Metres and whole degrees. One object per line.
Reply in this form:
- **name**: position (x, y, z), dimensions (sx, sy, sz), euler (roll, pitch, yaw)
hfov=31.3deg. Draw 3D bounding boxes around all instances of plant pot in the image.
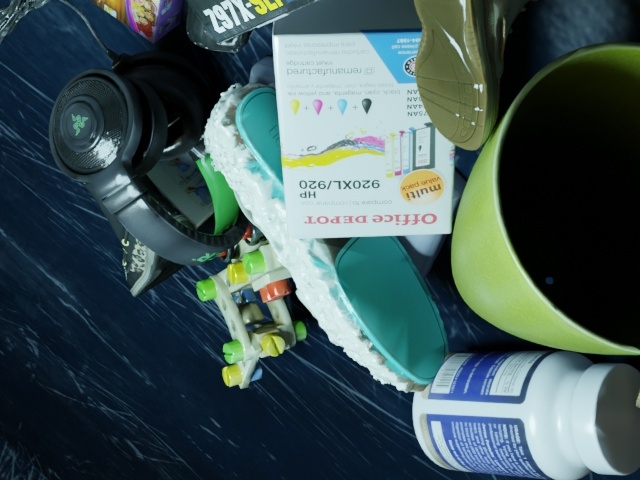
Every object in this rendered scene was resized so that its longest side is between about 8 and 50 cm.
- **plant pot**: position (0.241, -0.008, 1.099), dimensions (0.275, 0.275, 0.293), euler (44, 161, -1)

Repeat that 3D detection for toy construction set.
- **toy construction set**: position (-0.054, 0.068, 1.516), dimensions (0.328, 0.151, 0.215), euler (-24, 79, 49)

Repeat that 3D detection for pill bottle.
- **pill bottle**: position (0.253, 0.208, 1.369), dimensions (0.265, 0.153, 0.153), euler (-5, 123, 48)

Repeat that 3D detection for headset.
- **headset**: position (-0.244, -0.137, 1.362), dimensions (0.185, 0.243, 0.394), euler (-30, 96, 25)

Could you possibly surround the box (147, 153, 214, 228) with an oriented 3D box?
- **box**: position (-0.229, -0.100, 1.568), dimensions (0.203, 0.103, 0.114), euler (46, 145, -4)

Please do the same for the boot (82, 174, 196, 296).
- **boot**: position (-0.252, -0.033, 1.507), dimensions (0.178, 0.085, 0.236), euler (52, 155, 7)

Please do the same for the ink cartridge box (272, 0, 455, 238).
- **ink cartridge box**: position (0.046, -0.141, 1.127), dimensions (0.171, 0.168, 0.232), euler (-1, 129, 2)

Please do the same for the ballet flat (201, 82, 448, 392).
- **ballet flat**: position (0.000, 0.000, 1.335), dimensions (0.408, 0.147, 0.147), euler (57, 144, -5)

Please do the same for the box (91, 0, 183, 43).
- **box**: position (-0.239, -0.392, 1.311), dimensions (0.201, 0.057, 0.293), euler (35, 144, 12)

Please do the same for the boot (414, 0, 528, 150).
- **boot**: position (0.153, -0.196, 0.960), dimensions (0.077, 0.165, 0.213), euler (25, 141, 36)

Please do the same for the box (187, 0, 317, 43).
- **box**: position (0.068, -0.289, 0.885), dimensions (0.257, 0.322, 0.079), euler (-13, 118, 51)

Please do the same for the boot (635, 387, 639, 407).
- **boot**: position (0.400, 0.142, 1.228), dimensions (0.085, 0.059, 0.158), euler (30, 134, 7)

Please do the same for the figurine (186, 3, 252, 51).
- **figurine**: position (-0.049, -0.288, 1.215), dimensions (0.215, 0.092, 0.209), euler (25, 137, 23)

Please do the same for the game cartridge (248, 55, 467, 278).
- **game cartridge**: position (0.028, -0.090, 1.370), dimensions (0.294, 0.060, 0.196), euler (34, 140, 14)
